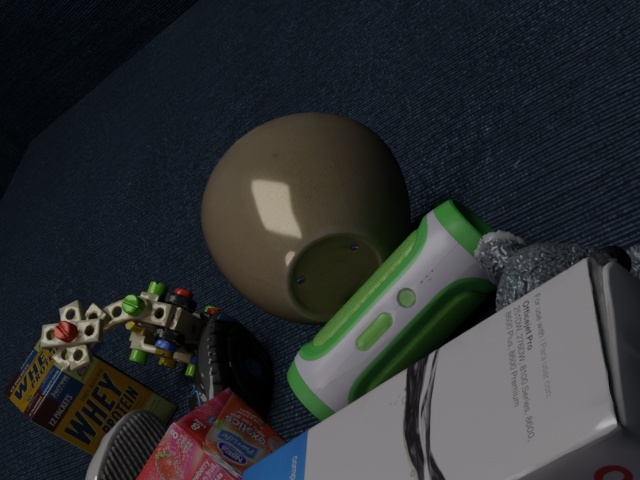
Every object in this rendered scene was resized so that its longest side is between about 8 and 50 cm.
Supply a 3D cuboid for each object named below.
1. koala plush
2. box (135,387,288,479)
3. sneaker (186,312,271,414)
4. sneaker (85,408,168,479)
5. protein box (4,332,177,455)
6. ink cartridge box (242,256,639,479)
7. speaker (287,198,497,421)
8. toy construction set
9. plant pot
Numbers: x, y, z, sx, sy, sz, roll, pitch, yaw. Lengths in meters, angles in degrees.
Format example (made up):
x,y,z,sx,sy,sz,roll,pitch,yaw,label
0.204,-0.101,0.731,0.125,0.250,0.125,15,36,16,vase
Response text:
x,y,z,sx,sy,sz,roll,pitch,yaw,label
0.242,0.082,1.070,0.203,0.221,0.196,-48,26,13,koala plush
-0.160,0.325,1.459,0.257,0.123,0.128,-57,-16,28,box
-0.154,0.240,1.666,0.140,0.125,0.341,-40,29,26,sneaker
-0.328,0.420,1.732,0.150,0.135,0.366,-27,35,39,sneaker
-0.380,0.262,1.937,0.136,0.201,0.200,-59,26,-9,protein box
0.161,0.229,0.950,0.395,0.285,0.166,-37,31,32,ink cartridge box
0.095,0.092,1.423,0.296,0.131,0.131,-48,26,13,speaker
-0.266,0.134,1.819,0.215,0.328,0.151,11,90,28,toy construction set
0.000,0.000,1.531,0.284,0.284,0.191,-48,30,13,plant pot
